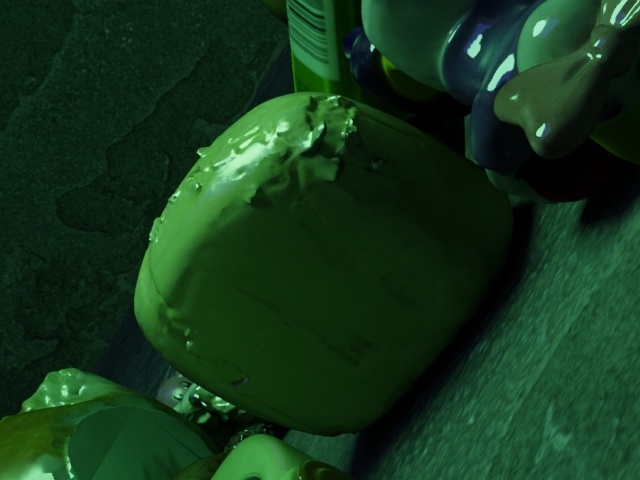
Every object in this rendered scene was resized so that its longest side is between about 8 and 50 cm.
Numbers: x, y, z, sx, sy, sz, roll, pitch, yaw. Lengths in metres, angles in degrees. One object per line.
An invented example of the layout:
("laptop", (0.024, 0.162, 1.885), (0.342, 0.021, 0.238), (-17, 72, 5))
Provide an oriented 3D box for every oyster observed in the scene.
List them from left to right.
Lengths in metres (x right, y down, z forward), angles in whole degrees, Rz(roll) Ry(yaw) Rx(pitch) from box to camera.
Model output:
("oyster", (-0.092, 0.140, 1.810), (0.238, 0.115, 0.351), (-55, 11, -21))

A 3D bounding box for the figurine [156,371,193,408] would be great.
("figurine", (-0.151, 0.187, 2.078), (0.083, 0.071, 0.067), (-64, 9, -13))

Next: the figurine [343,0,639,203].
("figurine", (0.124, -0.124, 1.129), (0.154, 0.193, 0.421), (-51, 27, -1))

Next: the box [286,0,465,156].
("box", (0.044, -0.156, 1.386), (0.097, 0.134, 0.346), (46, 151, 44))

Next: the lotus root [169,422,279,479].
("lotus root", (-0.076, 0.231, 1.387), (0.209, 0.120, 0.120), (-66, 10, -23))

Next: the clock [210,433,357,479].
("clock", (-0.044, 0.269, 1.115), (0.286, 0.117, 0.348), (-62, 10, -9))

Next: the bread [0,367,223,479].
("bread", (-0.198, 0.256, 1.586), (0.264, 0.239, 0.395), (-60, 5, 25))

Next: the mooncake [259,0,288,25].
("mooncake", (0.133, -0.348, 1.575), (0.467, 0.262, 0.467), (-55, 12, 18))

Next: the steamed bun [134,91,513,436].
("steamed bun", (0.000, 0.000, 1.336), (0.273, 0.232, 0.166), (-53, 18, 35))
